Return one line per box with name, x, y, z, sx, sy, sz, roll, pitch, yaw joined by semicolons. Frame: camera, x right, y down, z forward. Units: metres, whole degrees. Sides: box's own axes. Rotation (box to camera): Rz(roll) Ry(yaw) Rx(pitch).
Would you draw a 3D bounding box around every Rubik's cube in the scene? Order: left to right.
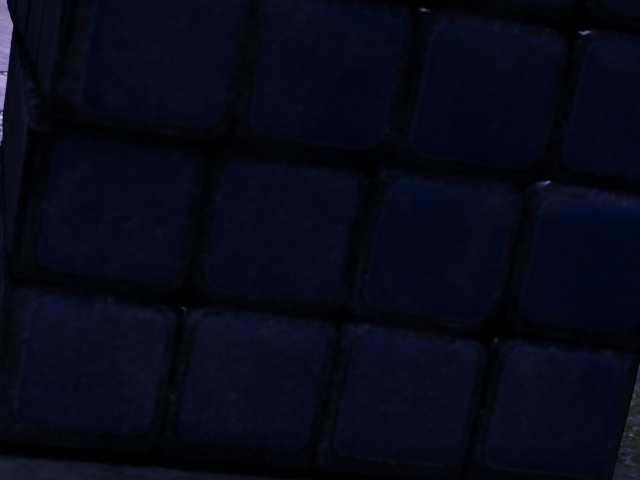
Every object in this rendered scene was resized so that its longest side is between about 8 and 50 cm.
Rubik's cube;-0.008;-0.083;0.929;0.344;0.337;0.344;8;15;-14
